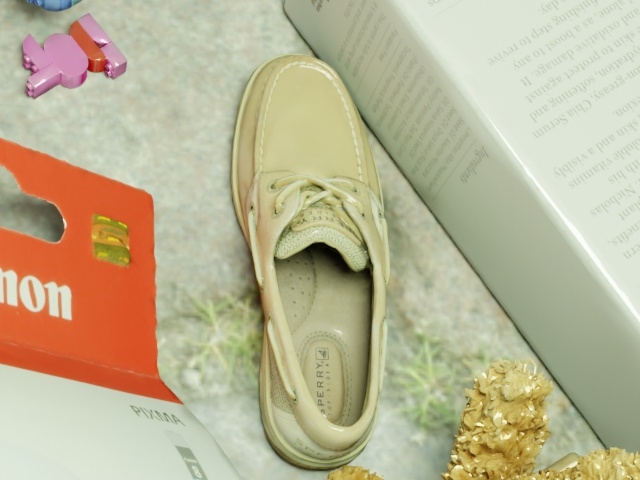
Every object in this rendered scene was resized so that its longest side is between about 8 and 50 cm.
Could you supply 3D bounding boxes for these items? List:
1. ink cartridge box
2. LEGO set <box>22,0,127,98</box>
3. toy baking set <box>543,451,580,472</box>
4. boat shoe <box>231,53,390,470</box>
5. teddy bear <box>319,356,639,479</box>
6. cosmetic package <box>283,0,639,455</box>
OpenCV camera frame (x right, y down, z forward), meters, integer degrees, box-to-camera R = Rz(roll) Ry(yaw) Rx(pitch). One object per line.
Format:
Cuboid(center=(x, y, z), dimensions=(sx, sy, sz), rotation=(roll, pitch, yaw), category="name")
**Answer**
Cuboid(center=(-0.153, 0.107, 0.905), dimensions=(0.091, 0.308, 0.385), rotation=(-16, 69, 30), category="ink cartridge box")
Cuboid(center=(-0.239, -0.200, 1.101), dimensions=(0.093, 0.087, 0.227), rotation=(-35, 79, -21), category="LEGO set")
Cuboid(center=(0.125, 0.252, 0.997), dimensions=(0.196, 0.030, 0.256), rotation=(26, 69, 31), category="toy baking set")
Cuboid(center=(0.000, 0.000, 1.071), dimensions=(0.109, 0.098, 0.302), rotation=(1, 70, -11), category="boat shoe")
Cuboid(center=(0.131, 0.195, 0.932), dimensions=(0.338, 0.113, 0.245), rotation=(16, 80, 21), category="teddy bear")
Cuboid(center=(0.201, -0.077, 1.107), dimensions=(0.230, 0.161, 0.453), rotation=(-31, 79, -20), category="cosmetic package")
